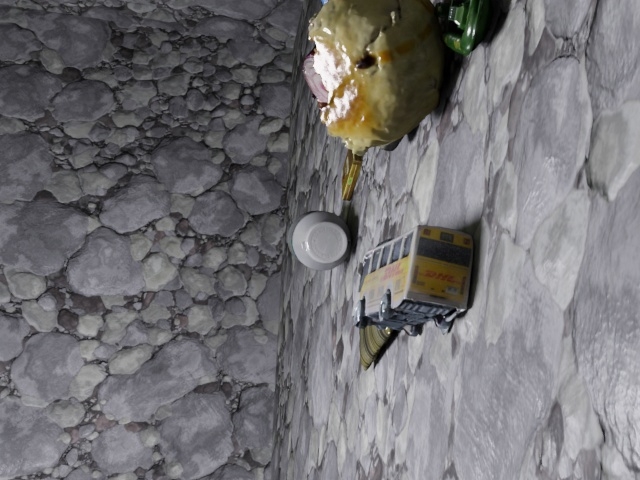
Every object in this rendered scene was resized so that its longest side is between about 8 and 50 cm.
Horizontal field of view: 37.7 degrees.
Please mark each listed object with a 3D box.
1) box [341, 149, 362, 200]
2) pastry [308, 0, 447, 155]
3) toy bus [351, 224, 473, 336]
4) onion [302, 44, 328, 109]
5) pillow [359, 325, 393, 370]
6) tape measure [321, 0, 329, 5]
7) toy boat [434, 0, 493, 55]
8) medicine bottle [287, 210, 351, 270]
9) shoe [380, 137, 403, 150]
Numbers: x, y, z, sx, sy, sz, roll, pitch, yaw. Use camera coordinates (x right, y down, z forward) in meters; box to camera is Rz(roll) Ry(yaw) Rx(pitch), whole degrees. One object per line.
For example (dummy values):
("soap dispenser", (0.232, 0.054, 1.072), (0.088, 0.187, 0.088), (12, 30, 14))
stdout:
("box", (0.072, -0.169, 2.172), (0.133, 0.023, 0.090), (105, 170, -47))
("pastry", (0.114, -0.268, 1.429), (0.236, 0.170, 0.256), (-36, -50, -40))
("toy bus", (0.121, 0.062, 1.345), (0.342, 0.097, 0.138), (145, 133, -79))
("onion", (0.080, -0.325, 1.893), (0.218, 0.140, 0.195), (27, 146, 39))
("pillow", (0.099, 0.147, 1.649), (0.203, 0.038, 0.113), (111, 160, -63))
("tape measure", (0.097, -0.512, 1.868), (0.351, 0.097, 0.215), (-30, -83, -57))
("toy boat", (0.198, -0.307, 1.277), (0.210, 0.052, 0.104), (-103, 24, -72))
("medicine bottle", (0.000, 0.000, 2.129), (0.215, 0.134, 0.135), (-162, 79, -82))
("shoe", (0.090, -0.328, 1.641), (0.132, 0.170, 0.337), (129, 148, -74))
